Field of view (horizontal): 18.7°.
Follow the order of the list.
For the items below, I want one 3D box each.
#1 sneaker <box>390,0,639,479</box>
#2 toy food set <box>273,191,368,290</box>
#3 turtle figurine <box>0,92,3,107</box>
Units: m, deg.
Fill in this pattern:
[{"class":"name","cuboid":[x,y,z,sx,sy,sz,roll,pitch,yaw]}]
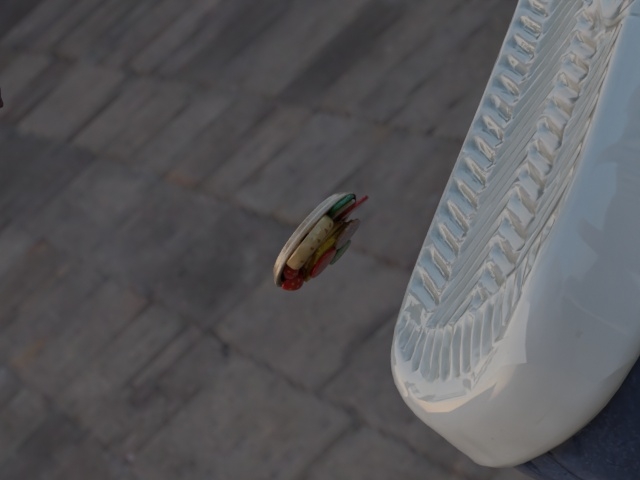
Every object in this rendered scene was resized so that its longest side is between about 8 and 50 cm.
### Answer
[{"class":"sneaker","cuboid":[0.144,-0.062,0.579,0.131,0.148,0.350,-34,28,60]},{"class":"toy food set","cuboid":[0.000,0.000,1.282,0.082,0.020,0.083,-42,-15,-34]},{"class":"turtle figurine","cuboid":[-0.276,-0.158,1.063,0.266,0.275,0.198,-54,17,24]}]
